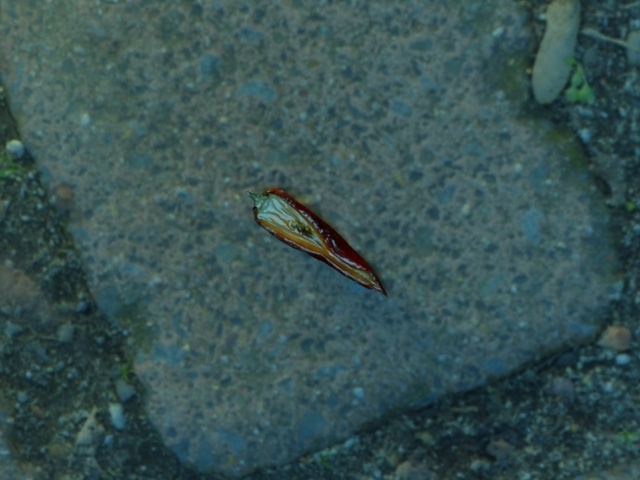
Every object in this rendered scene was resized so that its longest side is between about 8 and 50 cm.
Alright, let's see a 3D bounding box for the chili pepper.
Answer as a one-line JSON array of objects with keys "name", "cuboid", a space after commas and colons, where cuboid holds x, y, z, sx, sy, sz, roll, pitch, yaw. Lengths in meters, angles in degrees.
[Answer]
[{"name": "chili pepper", "cuboid": [0.000, 0.000, 1.725, 0.178, 0.027, 0.045, 35, 111, 5]}]
